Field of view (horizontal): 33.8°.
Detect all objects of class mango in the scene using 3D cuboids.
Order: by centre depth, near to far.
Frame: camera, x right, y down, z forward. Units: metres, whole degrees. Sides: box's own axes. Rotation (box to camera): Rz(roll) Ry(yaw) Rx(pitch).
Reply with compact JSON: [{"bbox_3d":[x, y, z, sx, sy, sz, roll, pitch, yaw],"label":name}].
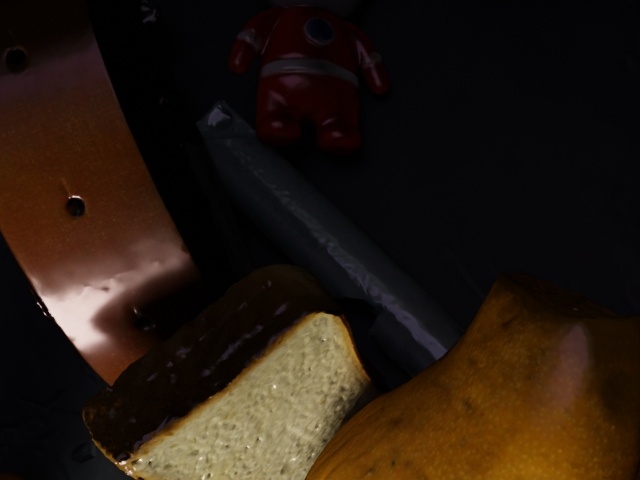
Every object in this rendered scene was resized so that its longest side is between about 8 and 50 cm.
[{"bbox_3d":[0.087,0.168,0.680,0.359,0.144,0.187,-52,44,38],"label":"mango"}]

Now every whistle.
[{"bbox_3d":[0.000,0.000,0.859,0.062,0.062,0.312,-45,71,-4],"label":"whistle"}]

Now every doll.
[{"bbox_3d":[-0.007,-0.193,0.905,0.142,0.076,0.245,9,73,-20],"label":"doll"}]

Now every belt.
[{"bbox_3d":[-0.146,-0.029,0.769,0.122,0.339,0.217,-21,32,5],"label":"belt"}]

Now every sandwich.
[{"bbox_3d":[-0.044,0.124,0.749,0.186,0.215,0.065,-40,54,-3],"label":"sandwich"}]

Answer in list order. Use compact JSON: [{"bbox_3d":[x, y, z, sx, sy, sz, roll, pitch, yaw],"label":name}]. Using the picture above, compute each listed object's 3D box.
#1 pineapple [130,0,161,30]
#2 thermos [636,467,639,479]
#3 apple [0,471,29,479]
[{"bbox_3d":[-0.196,-0.179,0.932,0.119,0.111,0.237,-1,62,-20],"label":"pineapple"},{"bbox_3d":[0.199,0.143,0.750,0.232,0.124,0.099,20,72,23],"label":"thermos"},{"bbox_3d":[-0.263,0.239,0.823,0.114,0.099,0.102,-27,75,-24],"label":"apple"}]
